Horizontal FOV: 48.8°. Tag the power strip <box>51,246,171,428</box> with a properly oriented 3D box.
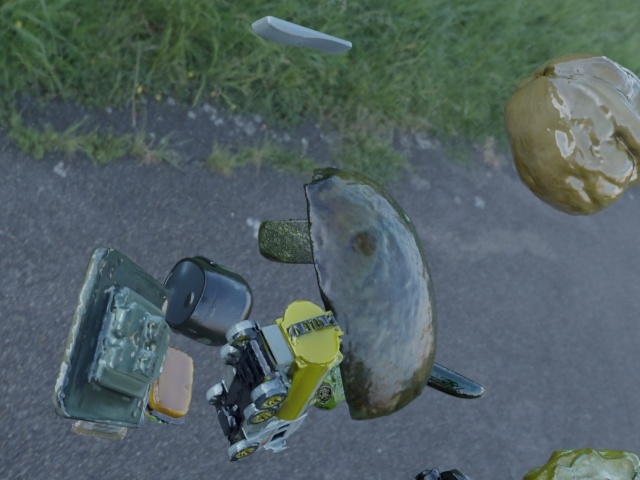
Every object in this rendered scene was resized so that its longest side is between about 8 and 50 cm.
[{"bbox_3d":[-0.226,0.125,0.859,0.064,0.213,0.198,5,73,12],"label":"power strip"}]

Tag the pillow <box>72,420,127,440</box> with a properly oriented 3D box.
[{"bbox_3d":[-0.504,0.378,1.699,0.135,0.034,0.211,20,92,-28],"label":"pillow"}]

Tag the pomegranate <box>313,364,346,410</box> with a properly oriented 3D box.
[{"bbox_3d":[0.002,0.338,1.675,0.169,0.122,0.143,-35,117,-60],"label":"pomegranate"}]

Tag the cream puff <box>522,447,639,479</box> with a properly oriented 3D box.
[{"bbox_3d":[0.364,0.405,1.003,0.194,0.194,0.221,32,55,-18],"label":"cream puff"}]

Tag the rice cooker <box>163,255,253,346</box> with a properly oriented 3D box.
[{"bbox_3d":[-0.344,0.184,2.132,0.224,0.267,0.267,26,46,-43],"label":"rice cooker"}]

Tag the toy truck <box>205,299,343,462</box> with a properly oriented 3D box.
[{"bbox_3d":[-0.053,0.167,0.820,0.114,0.227,0.098,-11,57,-29],"label":"toy truck"}]

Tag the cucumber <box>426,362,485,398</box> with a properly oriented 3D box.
[{"bbox_3d":[0.188,0.252,1.366,0.284,0.056,0.056,18,47,-1],"label":"cucumber"}]

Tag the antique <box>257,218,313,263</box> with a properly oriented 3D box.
[{"bbox_3d":[0.000,0.000,1.223,0.081,0.220,0.080,-10,99,-72],"label":"antique"}]

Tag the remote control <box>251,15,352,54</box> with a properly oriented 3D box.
[{"bbox_3d":[-0.027,-0.326,1.145,0.184,0.050,0.027,2,85,-42],"label":"remote control"}]

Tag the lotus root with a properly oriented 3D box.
[{"bbox_3d":[0.075,0.057,0.910,0.210,0.142,0.314,-80,158,-72],"label":"lotus root"}]

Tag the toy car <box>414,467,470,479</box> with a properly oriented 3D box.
[{"bbox_3d":[0.117,0.335,0.783,0.108,0.210,0.089,19,33,-36],"label":"toy car"}]

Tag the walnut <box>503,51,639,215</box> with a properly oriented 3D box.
[{"bbox_3d":[0.262,-0.109,0.716,0.166,0.149,0.167,-6,102,-31],"label":"walnut"}]

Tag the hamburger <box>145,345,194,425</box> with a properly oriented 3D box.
[{"bbox_3d":[-0.322,0.300,1.453,0.137,0.087,0.166,39,38,-39],"label":"hamburger"}]
